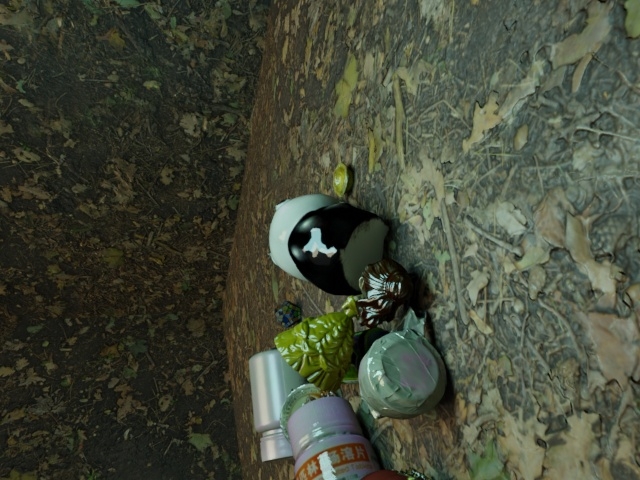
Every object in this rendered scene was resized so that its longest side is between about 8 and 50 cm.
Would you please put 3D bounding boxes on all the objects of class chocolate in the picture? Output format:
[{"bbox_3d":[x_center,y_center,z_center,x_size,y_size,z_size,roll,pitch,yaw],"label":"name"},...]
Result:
[{"bbox_3d":[-0.012,0.564,1.456,0.147,0.222,0.221,66,-168,-64],"label":"chocolate"}]

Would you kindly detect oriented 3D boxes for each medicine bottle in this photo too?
[{"bbox_3d":[-0.146,0.603,1.704,0.213,0.214,0.378,121,144,-55],"label":"medicine bottle"},{"bbox_3d":[0.053,0.611,1.153,0.388,0.220,0.219,-114,30,-49],"label":"medicine bottle"}]

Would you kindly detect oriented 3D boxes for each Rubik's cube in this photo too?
[{"bbox_3d":[-0.131,0.295,1.840,0.111,0.093,0.111,179,90,-71],"label":"Rubik's cube"}]

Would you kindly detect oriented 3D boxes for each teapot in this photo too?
[{"bbox_3d":[0.150,0.266,0.971,0.178,0.164,0.221,113,151,-56],"label":"teapot"}]

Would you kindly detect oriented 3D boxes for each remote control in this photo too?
[{"bbox_3d":[0.202,0.123,1.040,0.039,0.014,0.095,-151,64,-68],"label":"remote control"}]

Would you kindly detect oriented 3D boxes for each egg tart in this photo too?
[{"bbox_3d":[0.070,-0.179,1.365,0.105,0.039,0.104,180,90,-70],"label":"egg tart"}]

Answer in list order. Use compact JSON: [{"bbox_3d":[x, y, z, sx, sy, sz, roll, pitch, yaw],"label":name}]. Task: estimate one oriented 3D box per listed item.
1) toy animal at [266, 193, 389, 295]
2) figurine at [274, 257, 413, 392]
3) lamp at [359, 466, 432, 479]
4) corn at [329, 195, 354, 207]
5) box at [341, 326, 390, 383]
[{"bbox_3d":[0.000,0.000,1.185,0.310,0.251,0.250,13,104,41],"label":"toy animal"},{"bbox_3d":[0.074,0.169,1.031,0.315,0.187,0.168,-47,-4,9],"label":"figurine"},{"bbox_3d":[0.153,0.557,0.883,0.227,0.227,0.226,180,90,-70],"label":"lamp"},{"bbox_3d":[0.047,-0.082,1.378,0.211,0.087,0.086,-148,60,-61],"label":"corn"},{"bbox_3d":[0.086,0.319,1.244,0.345,0.097,0.134,138,121,-64],"label":"box"}]
